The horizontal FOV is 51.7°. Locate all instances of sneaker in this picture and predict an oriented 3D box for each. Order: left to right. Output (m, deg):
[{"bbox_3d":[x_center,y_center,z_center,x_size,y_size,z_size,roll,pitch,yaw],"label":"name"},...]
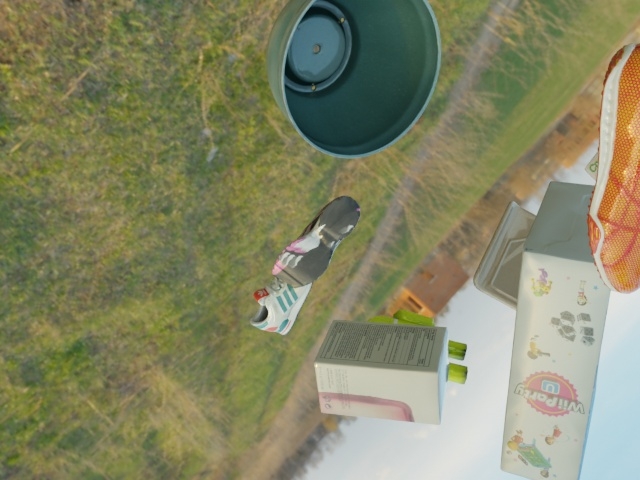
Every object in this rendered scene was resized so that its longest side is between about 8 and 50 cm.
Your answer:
[{"bbox_3d":[-0.067,0.085,1.103,0.075,0.057,0.161,11,114,-29],"label":"sneaker"},{"bbox_3d":[0.000,0.000,1.043,0.178,0.072,0.077,-44,-173,14],"label":"sneaker"},{"bbox_3d":[0.209,-0.035,0.418,0.064,0.067,0.175,-45,136,-41],"label":"sneaker"}]

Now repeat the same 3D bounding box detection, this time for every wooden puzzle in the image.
[{"bbox_3d":[0.437,0.062,1.312,0.221,0.238,0.044,-57,178,-27],"label":"wooden puzzle"}]

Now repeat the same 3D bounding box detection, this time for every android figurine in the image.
[{"bbox_3d":[0.198,0.246,1.505,0.248,0.272,0.056,-67,171,-59],"label":"android figurine"}]

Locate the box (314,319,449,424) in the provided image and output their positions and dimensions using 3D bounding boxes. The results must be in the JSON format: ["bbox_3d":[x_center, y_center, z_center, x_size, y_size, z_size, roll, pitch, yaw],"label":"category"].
[{"bbox_3d":[0.121,0.246,1.258,0.149,0.232,0.127,-58,146,-58],"label":"box"}]

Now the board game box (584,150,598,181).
[{"bbox_3d":[0.591,-0.193,1.077,0.305,0.053,0.193,-14,145,-31],"label":"board game box"}]

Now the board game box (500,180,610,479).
[{"bbox_3d":[0.299,0.109,0.813,0.224,0.097,0.304,-43,137,-53],"label":"board game box"}]

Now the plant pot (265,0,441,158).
[{"bbox_3d":[0.027,-0.311,1.120,0.293,0.196,0.293,-14,122,-24],"label":"plant pot"}]
